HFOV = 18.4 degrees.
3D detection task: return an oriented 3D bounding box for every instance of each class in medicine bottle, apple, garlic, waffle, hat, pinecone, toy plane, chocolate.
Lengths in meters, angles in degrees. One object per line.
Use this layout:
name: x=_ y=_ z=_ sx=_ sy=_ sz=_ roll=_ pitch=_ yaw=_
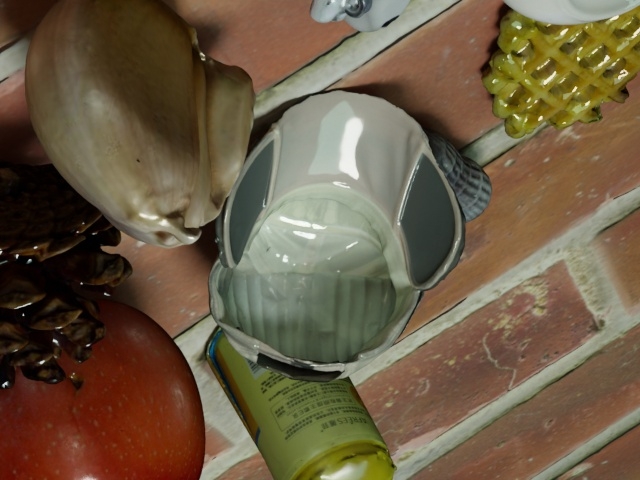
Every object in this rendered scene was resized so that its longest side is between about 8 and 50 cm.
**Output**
medicine bottle: x=-0.015 y=0.178 z=1.981 sx=0.124 sy=0.239 sz=0.124 roll=-19 pitch=144 yaw=-14
apple: x=-0.229 y=0.178 z=1.795 sx=0.260 sy=0.216 sz=0.260 roll=-29 pitch=167 yaw=-7
garlic: x=-0.150 y=-0.090 z=1.554 sx=0.110 sy=0.228 sz=0.217 roll=-24 pitch=132 yaw=26
waffle: x=0.278 y=-0.206 z=1.901 sx=0.291 sy=0.051 sz=0.291 roll=-19 pitch=144 yaw=-15
hat: x=0.002 y=-0.007 z=1.853 sx=0.232 sy=0.161 sz=0.275 roll=5 pitch=110 yaw=-15
pinecone: x=-0.253 y=0.031 z=1.625 sx=0.207 sy=0.208 sz=0.208 roll=-22 pitch=145 yaw=-16
toy plane: x=0.050 y=-0.246 z=1.638 sx=0.174 sy=0.080 sz=0.174 roll=-40 pitch=156 yaw=-22
chocolate: x=0.113 y=-0.064 z=1.930 sx=0.072 sy=0.072 sz=0.167 roll=-40 pitch=148 yaw=11

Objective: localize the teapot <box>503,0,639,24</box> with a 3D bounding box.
teapot: x=0.239 y=-0.288 z=1.690 sx=0.298 sy=0.139 sz=0.204 roll=-38 pitch=145 yaw=12
